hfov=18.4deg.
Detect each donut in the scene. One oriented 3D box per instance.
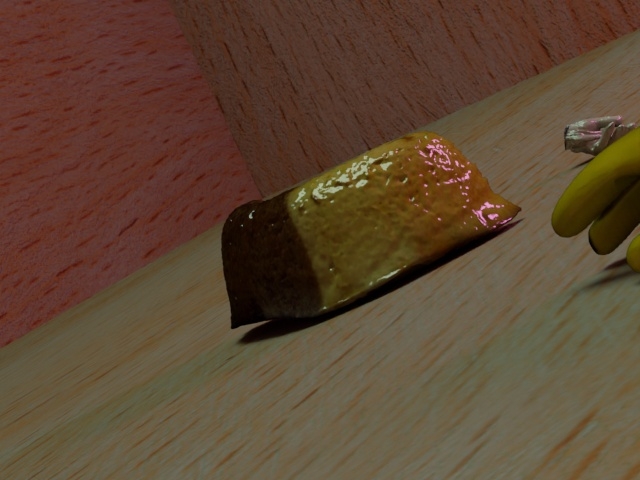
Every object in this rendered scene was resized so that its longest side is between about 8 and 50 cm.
[{"bbox_3d":[0.000,0.000,1.656,0.295,0.112,0.151,-25,2,32],"label":"donut"}]

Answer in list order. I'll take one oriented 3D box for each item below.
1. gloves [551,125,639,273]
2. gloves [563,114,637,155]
[{"bbox_3d":[0.245,-0.050,1.079,0.133,0.116,0.294,3,-20,-28],"label":"gloves"},{"bbox_3d":[0.257,-0.100,1.848,0.081,0.037,0.044,-7,49,25],"label":"gloves"}]
